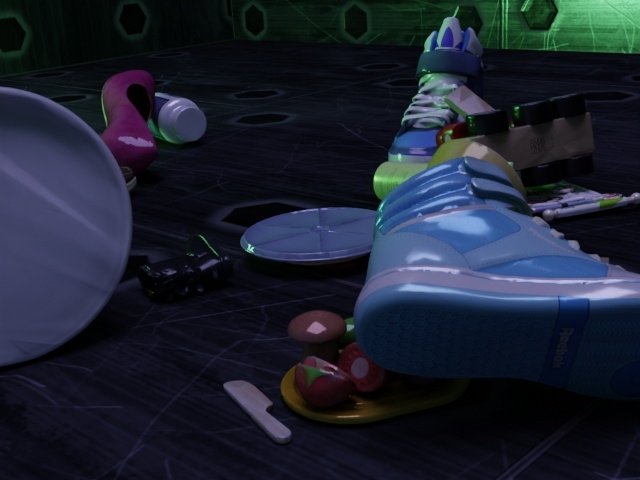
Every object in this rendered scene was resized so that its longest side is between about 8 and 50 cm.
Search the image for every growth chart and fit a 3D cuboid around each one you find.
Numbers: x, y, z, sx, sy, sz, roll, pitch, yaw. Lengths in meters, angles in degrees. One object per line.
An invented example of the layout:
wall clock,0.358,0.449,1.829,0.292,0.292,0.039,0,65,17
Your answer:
growth chart,0.315,-0.068,1.285,0.171,0.021,0.237,-12,19,-20

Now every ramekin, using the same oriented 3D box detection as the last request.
ramekin,-0.337,-0.016,0.903,0.272,0.273,0.127,-14,10,-27

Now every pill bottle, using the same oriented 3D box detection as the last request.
pill bottle,-0.301,-0.249,1.835,0.094,0.094,0.169,-15,21,-30

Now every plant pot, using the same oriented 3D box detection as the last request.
plant pot,0.171,-0.043,1.104,0.134,0.134,0.095,14,50,43

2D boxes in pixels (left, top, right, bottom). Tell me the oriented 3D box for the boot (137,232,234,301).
boot,-0.167,0.031,1.055,0.099,0.045,0.121,-16,22,-23

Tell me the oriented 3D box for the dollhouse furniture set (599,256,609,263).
dollhouse furniture set,0.290,0.014,0.871,0.183,0.129,0.129,2,19,17

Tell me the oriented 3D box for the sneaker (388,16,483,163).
sneaker,0.197,-0.256,1.529,0.130,0.236,0.323,5,20,25

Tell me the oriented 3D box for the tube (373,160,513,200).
tube,0.172,-0.072,1.230,0.240,0.070,0.062,13,64,50

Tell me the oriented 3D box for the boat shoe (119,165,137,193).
boat shoe,-0.407,-0.095,1.393,0.257,0.095,0.095,-19,23,-37

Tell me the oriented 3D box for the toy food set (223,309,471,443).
toy food set,0.033,0.096,0.769,0.217,0.071,0.128,-11,20,-19

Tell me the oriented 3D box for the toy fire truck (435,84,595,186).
toy fire truck,0.252,-0.159,1.342,0.217,0.159,0.246,-15,9,-25

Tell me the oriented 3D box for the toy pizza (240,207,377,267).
toy pizza,0.000,0.000,1.128,0.201,0.032,0.201,-5,18,1

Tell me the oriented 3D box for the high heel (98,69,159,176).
high heel,-0.329,-0.226,1.676,0.181,0.127,0.377,-8,37,17

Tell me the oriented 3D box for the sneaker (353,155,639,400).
sneaker,0.190,0.015,0.756,0.318,0.127,0.208,8,43,-4
